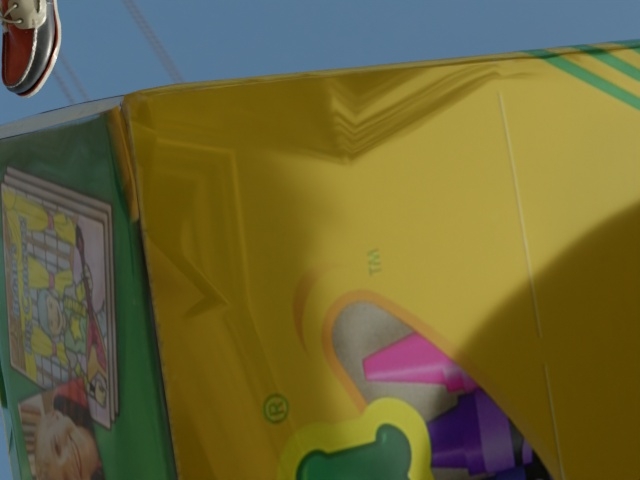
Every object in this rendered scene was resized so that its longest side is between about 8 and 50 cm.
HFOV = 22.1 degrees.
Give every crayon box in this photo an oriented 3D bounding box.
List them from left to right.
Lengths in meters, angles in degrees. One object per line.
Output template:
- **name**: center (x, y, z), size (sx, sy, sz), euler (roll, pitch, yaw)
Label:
- **crayon box**: center (0.086, 0.128, 0.460), size (0.106, 0.313, 0.363), euler (-5, -85, 55)

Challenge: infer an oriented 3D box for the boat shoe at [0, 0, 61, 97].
- **boat shoe**: center (-0.211, -0.171, 1.168), size (0.049, 0.043, 0.137), euler (3, -99, 34)
